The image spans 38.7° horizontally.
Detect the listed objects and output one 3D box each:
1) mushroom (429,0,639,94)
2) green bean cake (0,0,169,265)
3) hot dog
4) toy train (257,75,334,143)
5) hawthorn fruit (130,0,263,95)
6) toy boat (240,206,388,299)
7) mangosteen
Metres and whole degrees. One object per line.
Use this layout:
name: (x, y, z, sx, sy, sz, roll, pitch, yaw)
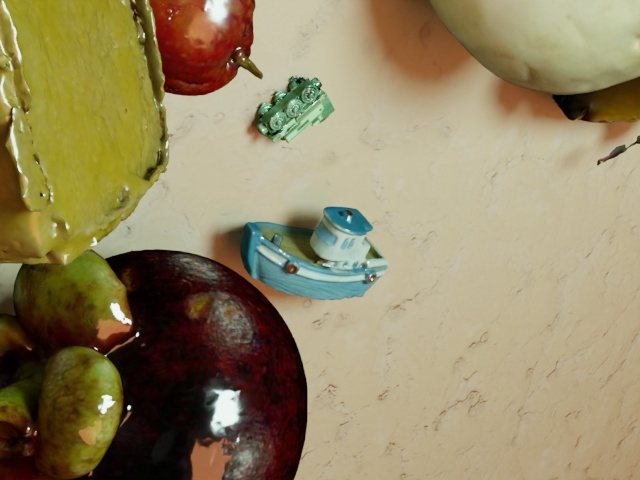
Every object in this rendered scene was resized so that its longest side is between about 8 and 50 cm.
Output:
mushroom: (0.284, -0.298, 0.879, 0.353, 0.325, 0.353, -24, 143, -19)
green bean cake: (-0.202, -0.115, 0.602, 0.224, 0.131, 0.229, -60, 143, -64)
hot dog: (0.373, -0.215, 1.175, 0.194, 0.107, 0.326, -50, 147, 12)
toy train: (-0.028, -0.133, 0.950, 0.083, 0.033, 0.053, -43, 139, -8)
hawthorn fruit: (-0.114, -0.188, 0.749, 0.148, 0.172, 0.148, -52, 171, -12)
toy boat: (0.000, 0.000, 1.015, 0.215, 0.088, 0.102, 5, 123, -43)
mangosteen: (-0.174, 0.150, 0.814, 0.347, 0.307, 0.307, 26, 100, -51)
